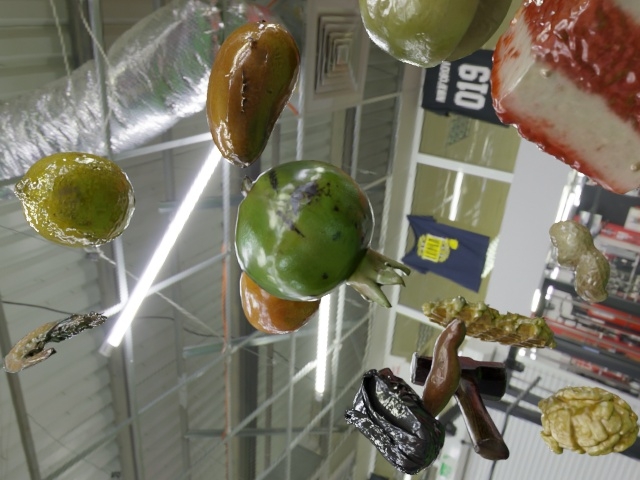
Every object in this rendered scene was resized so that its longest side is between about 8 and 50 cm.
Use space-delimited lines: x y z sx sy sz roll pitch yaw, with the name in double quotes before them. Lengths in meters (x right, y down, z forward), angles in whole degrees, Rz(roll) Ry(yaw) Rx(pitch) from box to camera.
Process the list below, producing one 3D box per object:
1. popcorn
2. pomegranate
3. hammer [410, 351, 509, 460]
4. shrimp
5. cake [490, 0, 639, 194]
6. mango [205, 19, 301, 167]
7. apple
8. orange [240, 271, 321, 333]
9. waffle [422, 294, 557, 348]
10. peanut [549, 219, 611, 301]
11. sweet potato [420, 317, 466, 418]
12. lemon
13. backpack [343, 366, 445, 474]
"popcorn" 0.551 0.375 1.115 0.194 0.163 0.140 160 99 -77
"pomegranate" 0.000 0.000 0.943 0.261 0.340 0.260 -61 -5 -8
"hammer" 0.348 0.387 1.232 0.409 0.242 0.095 -70 -13 -77
"shrimp" -0.593 0.224 1.171 0.052 0.251 0.144 59 -170 -29
"cake" 0.416 -0.274 0.708 0.319 0.269 0.270 -49 16 39
"mango" -0.087 -0.169 0.594 0.084 0.105 0.159 22 -85 -60
"apple" 0.213 -0.468 0.978 0.292 0.292 0.254 -41 -25 -43
"orange" -0.128 0.155 1.600 0.261 0.261 0.261 -37 -44 -46
"waffle" 0.395 0.196 1.236 0.300 0.281 0.058 21 -107 -20
"peanut" 0.656 0.047 1.322 0.085 0.104 0.228 28 -144 -53
"sweet potato" 0.214 0.231 0.912 0.055 0.058 0.202 15 -88 -73
"lemon" -0.645 -0.107 1.394 0.310 0.257 0.258 13 -86 -57
"backpack" 0.128 0.299 0.866 0.105 0.165 0.120 -5 -54 -45
